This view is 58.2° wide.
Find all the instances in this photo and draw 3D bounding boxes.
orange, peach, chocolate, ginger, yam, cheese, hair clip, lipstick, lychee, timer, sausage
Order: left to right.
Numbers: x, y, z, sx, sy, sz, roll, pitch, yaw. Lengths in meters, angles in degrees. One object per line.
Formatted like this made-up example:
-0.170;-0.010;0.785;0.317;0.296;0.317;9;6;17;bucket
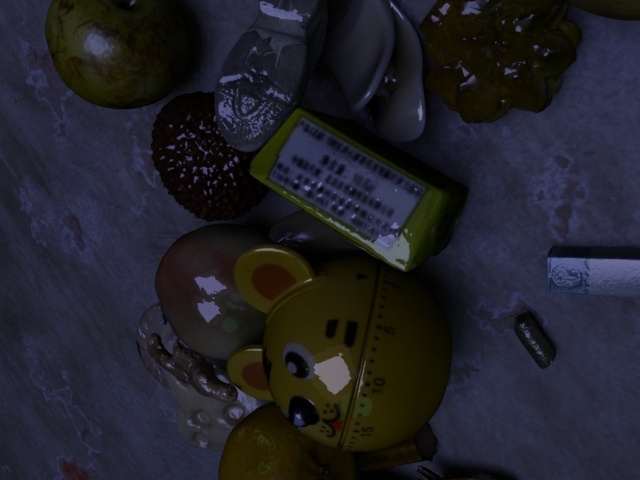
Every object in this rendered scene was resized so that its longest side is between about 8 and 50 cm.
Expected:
-0.251;0.280;1.195;0.259;0.065;0.149;18;150;35;ginger
-0.194;-0.159;1.097;0.268;0.267;0.267;9;110;27;lychee
-0.199;0.101;1.185;0.293;0.247;0.292;3;124;5;peach
-0.199;0.330;1.334;0.329;0.130;0.350;-1;105;24;cheese
-0.060;0.458;1.140;0.235;0.279;0.278;-14;99;55;orange
0.000;0.000;1.084;0.175;0.203;0.091;-41;55;38;cheese
0.021;0.191;1.018;0.388;0.376;0.375;12;113;1;timer
0.074;0.470;1.254;0.372;0.082;0.082;-25;93;33;sausage
0.084;-0.093;0.953;0.301;0.289;0.136;32;107;16;chocolate
0.092;-0.293;0.973;0.172;0.113;0.281;-46;44;39;hair clip
0.377;0.175;1.013;0.043;0.043;0.094;-37;88;32;yam
0.519;0.050;0.879;0.318;0.068;0.066;1;105;28;lipstick

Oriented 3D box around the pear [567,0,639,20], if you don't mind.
0.395;-0.431;0.642;0.349;0.348;0.347;9;110;27;pear

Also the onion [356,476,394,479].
0.123;0.622;1.206;0.247;0.190;0.246;-5;74;17;onion

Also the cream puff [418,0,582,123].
0.262;-0.298;0.859;0.244;0.196;0.244;15;141;13;cream puff

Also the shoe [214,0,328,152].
-0.065;-0.298;0.973;0.132;0.210;0.341;18;86;5;shoe

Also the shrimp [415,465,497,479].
0.311;0.514;1.132;0.267;0.061;0.145;29;119;10;shrimp

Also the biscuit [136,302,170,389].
-0.422;0.282;1.495;0.133;0.032;0.249;-6;103;30;biscuit

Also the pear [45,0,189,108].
-0.401;-0.391;1.145;0.284;0.284;0.283;9;110;27;pear
